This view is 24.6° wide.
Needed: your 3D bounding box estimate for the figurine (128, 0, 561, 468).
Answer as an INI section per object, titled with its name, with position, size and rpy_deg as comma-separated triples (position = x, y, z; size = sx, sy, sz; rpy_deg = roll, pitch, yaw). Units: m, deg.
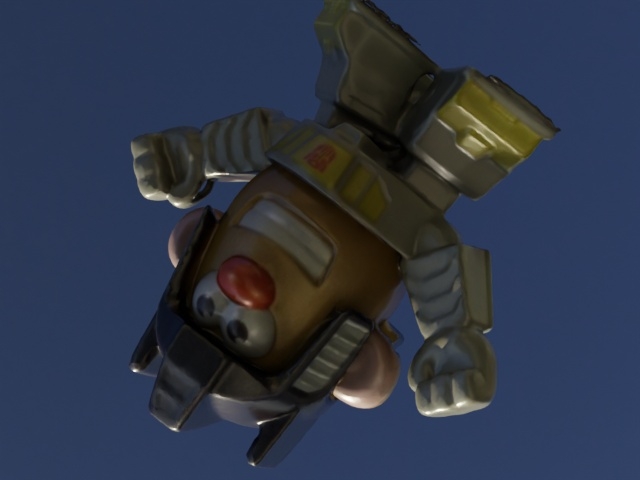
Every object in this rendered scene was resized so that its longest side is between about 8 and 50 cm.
[figurine]
position = 0.003, 0.002, 0.916
size = 0.143, 0.308, 0.308
rpy_deg = 30, -95, -42
